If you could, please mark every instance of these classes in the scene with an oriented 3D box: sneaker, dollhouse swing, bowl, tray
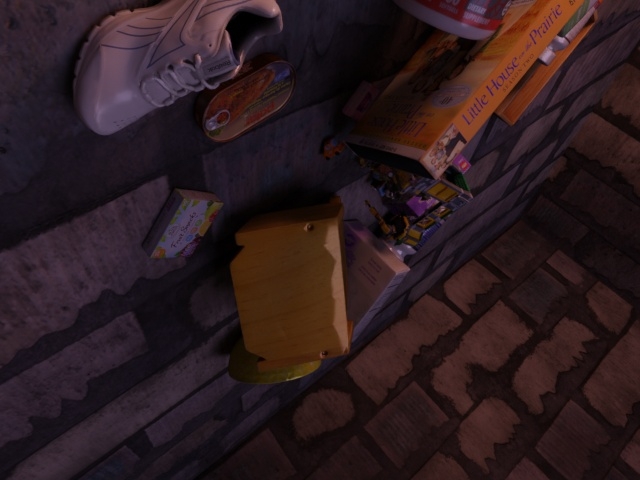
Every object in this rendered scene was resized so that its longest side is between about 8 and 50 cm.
[{"bbox_3d":[-0.178,-0.235,0.575,0.297,0.129,0.111,-43,158,-2],"label":"sneaker"},{"bbox_3d":[-0.056,0.074,1.167,0.314,0.305,0.347,-10,112,-8],"label":"dollhouse swing"},{"bbox_3d":[-0.148,0.317,1.430,0.289,0.289,0.156,-11,97,-52],"label":"bowl"},{"bbox_3d":[0.718,-0.583,1.509,0.202,0.076,0.411,-2,131,-56],"label":"tray"}]

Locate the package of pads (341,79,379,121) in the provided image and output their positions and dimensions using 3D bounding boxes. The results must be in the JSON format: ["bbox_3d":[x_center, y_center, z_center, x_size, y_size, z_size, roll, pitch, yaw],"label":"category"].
[{"bbox_3d":[0.087,-0.303,1.002,0.083,0.032,0.050,-53,159,19],"label":"package of pads"}]

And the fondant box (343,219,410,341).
[{"bbox_3d":[0.089,0.135,1.452,0.096,0.238,0.330,-6,135,-53],"label":"fondant box"}]

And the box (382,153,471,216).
[{"bbox_3d":[0.304,-0.161,1.374,0.201,0.057,0.293,-45,-173,0],"label":"box"}]

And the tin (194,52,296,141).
[{"bbox_3d":[-0.123,-0.238,0.770,0.189,0.040,0.106,-36,151,-18],"label":"tin"}]

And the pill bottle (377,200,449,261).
[{"bbox_3d":[0.317,-0.046,1.628,0.265,0.153,0.153,-49,156,8],"label":"pill bottle"}]

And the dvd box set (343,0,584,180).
[{"bbox_3d":[0.254,-0.320,0.905,0.062,0.307,0.420,40,90,-29],"label":"dvd box set"}]

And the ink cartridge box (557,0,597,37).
[{"bbox_3d":[0.575,-0.653,1.002,0.353,0.207,0.119,-47,155,7],"label":"ink cartridge box"}]

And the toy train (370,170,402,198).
[{"bbox_3d":[0.228,-0.196,1.307,0.184,0.105,0.080,-44,156,-1],"label":"toy train"}]

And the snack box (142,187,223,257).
[{"bbox_3d":[-0.262,-0.030,0.878,0.141,0.037,0.100,-54,153,20],"label":"snack box"}]

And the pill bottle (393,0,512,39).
[{"bbox_3d":[0.266,-0.528,0.711,0.210,0.210,0.363,-21,147,-42],"label":"pill bottle"}]

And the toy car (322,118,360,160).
[{"bbox_3d":[0.045,-0.239,1.058,0.040,0.060,0.122,47,66,-24],"label":"toy car"}]

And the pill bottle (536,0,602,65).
[{"bbox_3d":[0.690,-0.630,1.328,0.121,0.121,0.221,-6,136,-54],"label":"pill bottle"}]

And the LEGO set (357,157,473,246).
[{"bbox_3d":[0.184,-0.166,1.074,0.192,0.332,0.254,19,145,-37],"label":"LEGO set"}]
